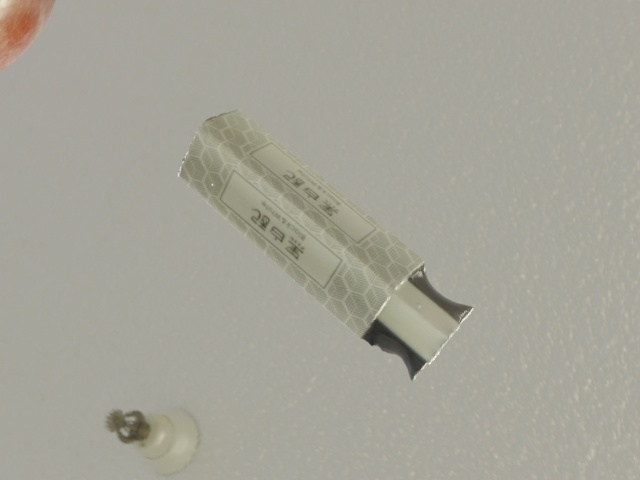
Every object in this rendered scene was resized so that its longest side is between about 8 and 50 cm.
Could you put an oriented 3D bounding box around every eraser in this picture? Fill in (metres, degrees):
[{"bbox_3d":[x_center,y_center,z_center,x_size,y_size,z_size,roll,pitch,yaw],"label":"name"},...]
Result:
[{"bbox_3d":[0.000,0.000,1.089,0.404,0.096,0.098,41,-52,12],"label":"eraser"}]

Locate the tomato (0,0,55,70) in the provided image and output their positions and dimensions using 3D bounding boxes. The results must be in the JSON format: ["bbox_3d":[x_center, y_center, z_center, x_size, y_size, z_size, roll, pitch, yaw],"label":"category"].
[{"bbox_3d":[-0.348,-0.269,0.770,0.227,0.270,0.270,2,-116,-3],"label":"tomato"}]
